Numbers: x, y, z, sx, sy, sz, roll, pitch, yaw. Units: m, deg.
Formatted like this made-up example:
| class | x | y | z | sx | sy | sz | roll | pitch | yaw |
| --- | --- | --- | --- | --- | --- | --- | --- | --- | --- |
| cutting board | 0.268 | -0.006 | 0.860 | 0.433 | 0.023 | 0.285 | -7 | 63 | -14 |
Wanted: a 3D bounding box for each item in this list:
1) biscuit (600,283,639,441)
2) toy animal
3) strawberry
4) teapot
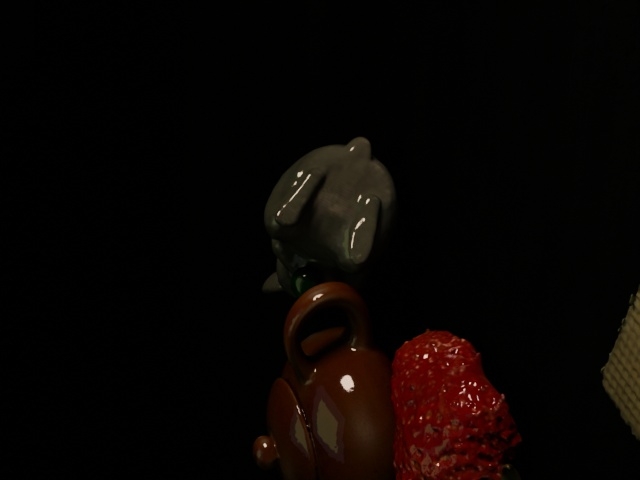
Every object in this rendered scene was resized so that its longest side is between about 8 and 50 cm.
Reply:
| class | x | y | z | sx | sy | sz | roll | pitch | yaw |
| --- | --- | --- | --- | --- | --- | --- | --- | --- | --- |
| biscuit | 0.218 | 0.046 | 0.747 | 0.121 | 0.040 | 0.199 | -114 | 28 | -45 |
| toy animal | 0.009 | 0.003 | 1.240 | 0.236 | 0.108 | 0.138 | 91 | -156 | -73 |
| strawberry | 0.093 | 0.141 | 1.074 | 0.147 | 0.082 | 0.187 | 113 | 150 | -41 |
| teapot | 0.005 | 0.150 | 1.189 | 0.178 | 0.135 | 0.252 | -134 | 32 | -54 |
